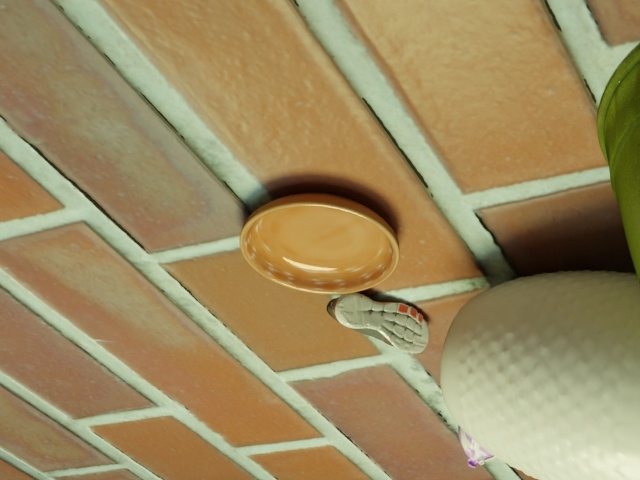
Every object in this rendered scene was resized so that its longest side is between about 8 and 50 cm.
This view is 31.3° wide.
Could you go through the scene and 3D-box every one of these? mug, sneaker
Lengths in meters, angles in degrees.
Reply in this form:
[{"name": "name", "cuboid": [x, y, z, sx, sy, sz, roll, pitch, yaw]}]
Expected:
[{"name": "mug", "cuboid": [0.355, 0.175, 1.422, 0.328, 0.276, 0.374, 7, 180, 39]}, {"name": "sneaker", "cuboid": [0.078, 0.107, 1.563, 0.157, 0.061, 0.065, 26, 169, -24]}]

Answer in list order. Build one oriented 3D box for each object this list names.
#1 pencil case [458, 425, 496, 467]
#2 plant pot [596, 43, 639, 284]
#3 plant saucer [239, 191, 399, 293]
[{"name": "pencil case", "cuboid": [0.306, 0.286, 1.738, 0.206, 0.088, 0.086, -24, 138, 36]}, {"name": "plant pot", "cuboid": [0.454, 0.015, 1.074, 0.366, 0.353, 0.366, 5, 146, 3]}, {"name": "plant saucer", "cuboid": [0.000, 0.000, 1.419, 0.199, 0.037, 0.200, 5, 145, 3]}]
